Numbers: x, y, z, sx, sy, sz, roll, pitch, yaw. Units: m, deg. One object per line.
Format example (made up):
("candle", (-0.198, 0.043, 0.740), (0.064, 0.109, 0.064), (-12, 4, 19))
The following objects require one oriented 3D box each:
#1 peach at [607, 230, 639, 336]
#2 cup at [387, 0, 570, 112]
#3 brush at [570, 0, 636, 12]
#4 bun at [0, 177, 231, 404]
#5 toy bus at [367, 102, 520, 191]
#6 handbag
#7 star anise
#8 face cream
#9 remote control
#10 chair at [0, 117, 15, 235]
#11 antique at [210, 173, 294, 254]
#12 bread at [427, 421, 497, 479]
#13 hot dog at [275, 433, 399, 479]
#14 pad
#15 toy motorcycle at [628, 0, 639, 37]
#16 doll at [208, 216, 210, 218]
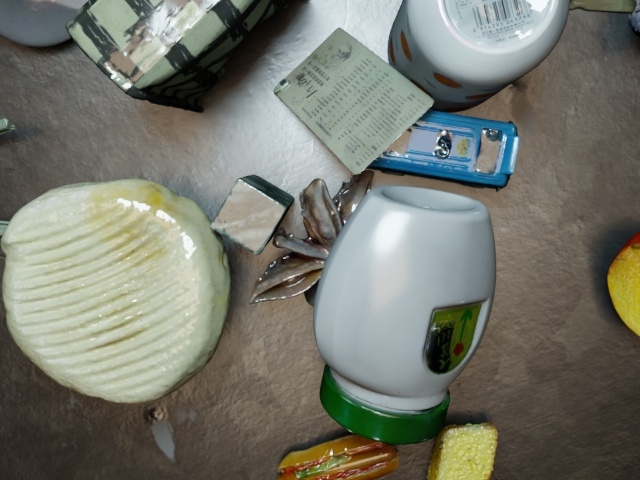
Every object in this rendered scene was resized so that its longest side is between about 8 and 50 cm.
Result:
("peach", (0.559, 0.076, 0.964), (0.192, 0.190, 0.190), (22, 96, -13))
("cup", (0.215, -0.306, 0.870), (0.212, 0.317, 0.212), (0, 96, 2))
("brush", (0.430, -0.400, 0.999), (0.190, 0.027, 0.034), (4, 98, 1))
("bun", (-0.313, 0.075, 0.974), (0.365, 0.219, 0.365), (0, 98, 1))
("toy bus", (0.194, -0.151, 0.978), (0.246, 0.134, 0.113), (10, 96, 2))
("handbag", (-0.154, -0.337, 0.875), (0.325, 0.327, 0.162), (-42, 92, 5))
("star anise", (0.002, -0.004, 1.000), (0.198, 0.110, 0.257), (7, 112, -41))
("face cream", (0.128, 0.105, 0.939), (0.312, 0.219, 0.357), (-4, 113, -39))
("remote control", (-0.422, -0.458, 0.982), (0.332, 0.103, 0.221), (-30, 101, 6))
("chair", (-0.653, -0.089, 0.992), (0.275, 0.190, 0.203), (-5, 95, 31))
("antique", (-0.102, -0.047, 0.972), (0.086, 0.183, 0.088), (31, 99, -3))
("bread", (0.247, 0.397, 1.066), (0.103, 0.065, 0.187), (10, 97, 3))
("hot dog", (0.025, 0.401, 1.074), (0.236, 0.062, 0.092), (-20, 98, 5))
("pad", (0.041, -0.230, 0.956), (0.159, 0.009, 0.265), (-43, 54, 4))
("toy motorcycle", (0.524, -0.451, 0.939), (0.207, 0.134, 0.401), (-27, 91, -9))
("doll", (-0.205, 0.022, 1.063), (0.037, 0.027, 0.125), (2, 93, 1))
